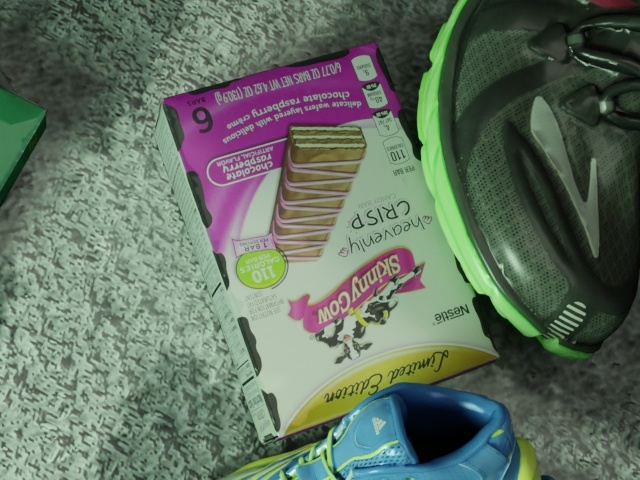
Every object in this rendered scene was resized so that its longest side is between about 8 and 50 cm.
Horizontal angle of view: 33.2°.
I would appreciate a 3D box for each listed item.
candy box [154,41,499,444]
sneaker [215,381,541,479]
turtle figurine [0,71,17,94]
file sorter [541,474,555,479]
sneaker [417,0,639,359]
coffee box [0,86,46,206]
[{"bbox_3d":[0.000,0.000,0.721,0.159,0.071,0.233,-18,81,-16],"label":"candy box"},{"bbox_3d":[0.009,0.136,0.637,0.240,0.126,0.091,-13,45,1],"label":"sneaker"},{"bbox_3d":[-0.207,-0.254,0.713,0.198,0.275,0.266,-35,71,5],"label":"turtle figurine"},{"bbox_3d":[0.195,0.224,0.687,0.170,0.104,0.118,16,73,-7],"label":"file sorter"},{"bbox_3d":[0.210,-0.158,0.722,0.185,0.202,0.483,26,72,-29],"label":"sneaker"},{"bbox_3d":[-0.267,-0.029,0.690,0.113,0.040,0.184,25,73,-5],"label":"coffee box"}]
